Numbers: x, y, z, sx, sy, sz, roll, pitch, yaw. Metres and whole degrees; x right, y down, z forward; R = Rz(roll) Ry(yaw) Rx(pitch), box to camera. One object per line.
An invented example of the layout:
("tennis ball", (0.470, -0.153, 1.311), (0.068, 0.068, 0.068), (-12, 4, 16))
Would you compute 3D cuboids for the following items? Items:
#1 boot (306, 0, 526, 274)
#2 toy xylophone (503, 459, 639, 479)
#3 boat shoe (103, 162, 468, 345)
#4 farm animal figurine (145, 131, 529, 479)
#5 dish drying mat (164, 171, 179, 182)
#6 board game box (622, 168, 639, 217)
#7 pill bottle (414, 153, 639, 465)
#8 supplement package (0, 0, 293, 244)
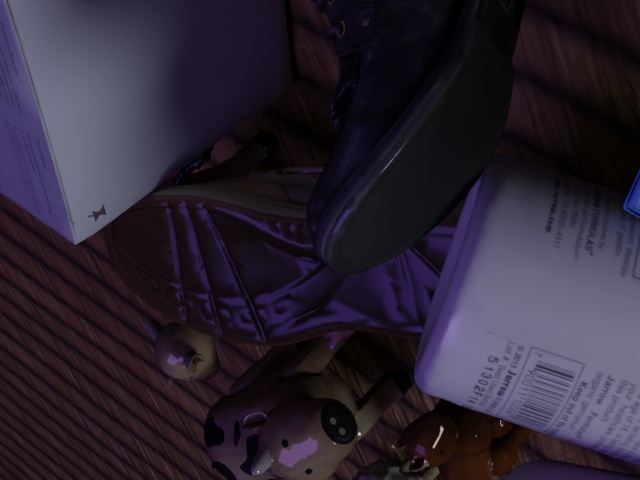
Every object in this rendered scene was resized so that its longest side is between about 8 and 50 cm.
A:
("boot", (-0.005, -0.133, 0.627), (0.229, 0.263, 0.091), (24, 169, 25))
("toy xylophone", (0.241, 0.181, 0.677), (0.323, 0.081, 0.236), (15, 171, -29))
("boat shoe", (0.000, 0.000, 0.818), (0.302, 0.098, 0.109), (1, 118, 27))
("farm animal figurine", (-0.024, 0.115, 0.980), (0.330, 0.172, 0.327), (43, 150, 9))
("dish drying mat", (-0.121, -0.051, 1.077), (0.083, 0.008, 0.032), (32, 145, 27))
("board game box", (0.242, -0.014, 0.512), (0.211, 0.039, 0.160), (33, 152, 17))
("pill bottle", (0.174, 0.050, 0.642), (0.229, 0.131, 0.131), (19, 145, 3))
("supplement package", (-0.143, -0.172, 0.769), (0.145, 0.204, 0.262), (32, 146, 30))
